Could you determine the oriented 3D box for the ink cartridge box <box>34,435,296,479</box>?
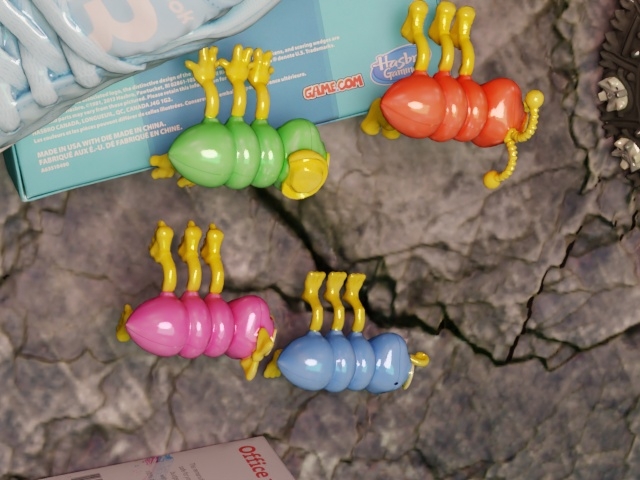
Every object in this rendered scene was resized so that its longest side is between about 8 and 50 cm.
[{"bbox_3d":[-0.093,0.211,0.994,0.176,0.128,0.127,-10,110,-15],"label":"ink cartridge box"}]

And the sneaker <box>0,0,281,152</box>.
[{"bbox_3d":[-0.114,-0.128,0.781,0.366,0.150,0.135,-37,114,-4],"label":"sneaker"}]

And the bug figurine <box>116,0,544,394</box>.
[{"bbox_3d":[0.000,0.000,0.930,0.216,0.072,0.279,0,130,-26],"label":"bug figurine"}]

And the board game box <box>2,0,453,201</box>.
[{"bbox_3d":[-0.079,-0.216,0.891,0.254,0.079,0.336,-15,111,-14],"label":"board game box"}]

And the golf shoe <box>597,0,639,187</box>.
[{"bbox_3d":[0.259,-0.058,1.059,0.120,0.105,0.272,-33,121,-24],"label":"golf shoe"}]
